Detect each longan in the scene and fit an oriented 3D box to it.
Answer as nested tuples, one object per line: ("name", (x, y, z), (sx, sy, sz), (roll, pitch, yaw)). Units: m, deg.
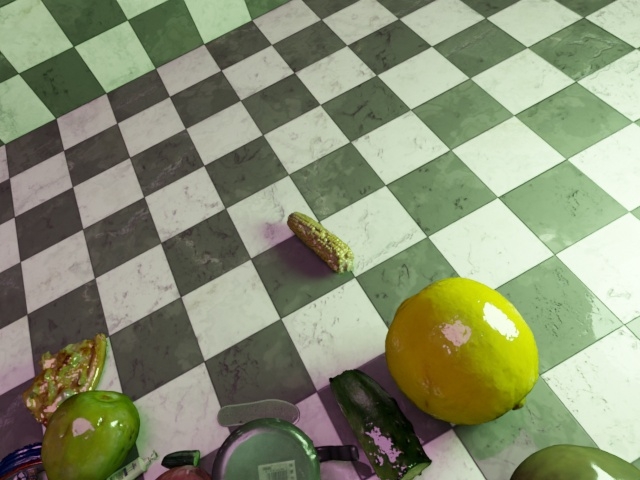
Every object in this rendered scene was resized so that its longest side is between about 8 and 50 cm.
("longan", (0.494, 0.544, 0.985), (0.318, 0.319, 0.319), (-8, 54, 11))

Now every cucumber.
("cucumber", (-0.359, 0.561, 1.369), (0.105, 0.048, 0.048), (-8, 54, 13))
("cucumber", (0.128, 0.428, 1.291), (0.145, 0.105, 0.325), (-31, 51, -6))

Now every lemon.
("lemon", (0.317, 0.252, 1.220), (0.347, 0.348, 0.348), (-8, 54, 11))

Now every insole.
("insole", (-0.165, 0.457, 1.411), (0.231, 0.003, 0.080), (-5, 55, 13))

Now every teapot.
("teapot", (-0.097, 0.493, 1.216), (0.305, 0.285, 0.223), (-35, 82, -18))

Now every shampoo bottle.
("shampoo bottle", (-0.485, 0.597, 1.387), (0.141, 0.034, 0.049), (-33, 46, -9))

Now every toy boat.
("toy boat", (-0.793, 0.690, 1.387), (0.218, 0.072, 0.319), (-6, 55, 14))

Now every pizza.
("pizza", (-0.761, 0.411, 1.568), (0.222, 0.089, 0.324), (6, 57, 16))

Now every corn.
("corn", (0.000, 0.000, 1.634), (0.086, 0.087, 0.288), (-41, 54, -14))

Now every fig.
("fig", (-0.580, 0.543, 1.362), (0.232, 0.233, 0.315), (-8, 73, 11))

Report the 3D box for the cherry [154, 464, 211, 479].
("cherry", (-0.294, 0.631, 1.159), (0.221, 0.308, 0.261), (-11, 22, -30))
